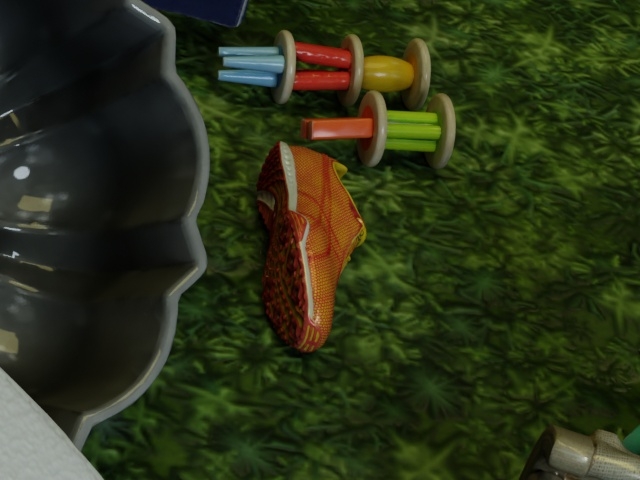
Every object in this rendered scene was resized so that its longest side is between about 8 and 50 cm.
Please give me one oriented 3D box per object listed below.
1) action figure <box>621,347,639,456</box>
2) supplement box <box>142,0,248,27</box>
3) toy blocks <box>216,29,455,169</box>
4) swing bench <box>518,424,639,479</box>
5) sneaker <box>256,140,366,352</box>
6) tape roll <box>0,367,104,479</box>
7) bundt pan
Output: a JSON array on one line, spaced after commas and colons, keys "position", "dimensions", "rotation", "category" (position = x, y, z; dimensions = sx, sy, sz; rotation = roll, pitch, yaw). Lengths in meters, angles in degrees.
[{"position": [0.209, 0.070, 0.823], "dimensions": [0.137, 0.232, 0.063], "rotation": [0, 40, -19], "category": "action figure"}, {"position": [-0.130, -0.334, 1.203], "dimensions": [0.195, 0.194, 0.356], "rotation": [11, 30, -10], "category": "supplement box"}, {"position": [0.007, -0.099, 1.111], "dimensions": [0.148, 0.054, 0.123], "rotation": [1, 40, -16], "category": "toy blocks"}, {"position": [0.199, 0.208, 0.706], "dimensions": [0.253, 0.165, 0.255], "rotation": [16, 38, 3], "category": "swing bench"}, {"position": [0.000, 0.000, 0.984], "dimensions": [0.067, 0.064, 0.175], "rotation": [15, 40, -15], "category": "sneaker"}, {"position": [-0.212, 0.137, 0.491], "dimensions": [0.392, 0.392, 0.072], "rotation": [21, 39, 9], "category": "tape roll"}, {"position": [-0.226, -0.029, 0.798], "dimensions": [0.331, 0.124, 0.331], "rotation": [4, 81, -31], "category": "bundt pan"}]
